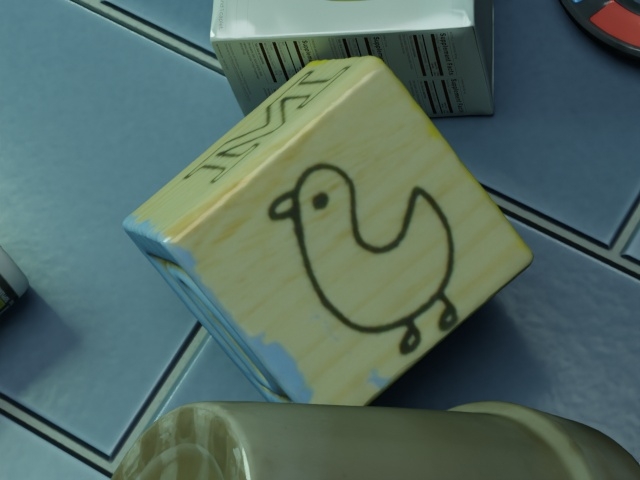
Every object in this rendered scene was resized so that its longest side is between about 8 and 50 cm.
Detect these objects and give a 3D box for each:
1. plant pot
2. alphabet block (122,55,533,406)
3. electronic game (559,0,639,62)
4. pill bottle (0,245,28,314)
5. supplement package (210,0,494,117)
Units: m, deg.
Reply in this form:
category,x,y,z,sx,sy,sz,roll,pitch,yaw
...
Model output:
category,x,y,z,sx,sy,sz,roll,pitch,yaw
plant pot,0.013,0.231,1.197,0.323,0.280,0.323,-34,45,43
alphabet block,0.000,0.000,1.389,0.197,0.193,0.192,-41,104,-8
electronic game,0.296,-0.240,1.550,0.229,0.048,0.229,-5,64,10
pill bottle,-0.339,0.062,1.495,0.208,0.119,0.119,-43,67,-9
supplement package,0.031,-0.211,1.533,0.203,0.149,0.194,-2,66,10
